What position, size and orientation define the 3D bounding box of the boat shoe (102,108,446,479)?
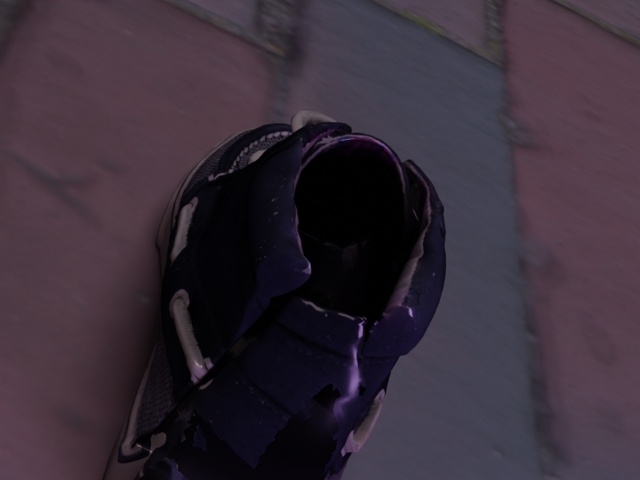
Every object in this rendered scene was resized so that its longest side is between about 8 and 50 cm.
[{"bbox_3d":[0.000,0.000,0.868,0.127,0.158,0.340,26,29,-11],"label":"boat shoe"}]
